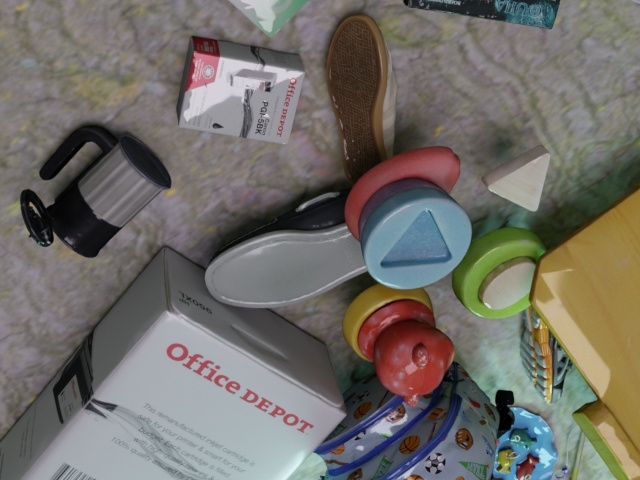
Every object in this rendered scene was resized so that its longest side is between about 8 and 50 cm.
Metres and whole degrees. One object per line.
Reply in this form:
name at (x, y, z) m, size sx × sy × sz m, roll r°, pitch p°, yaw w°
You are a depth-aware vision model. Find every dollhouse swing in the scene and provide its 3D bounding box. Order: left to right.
dollhouse swing at (0.456, 0.101, 1.684) m, size 0.347 × 0.315 × 0.305 m, roll -36°, pitch 79°, yaw 0°

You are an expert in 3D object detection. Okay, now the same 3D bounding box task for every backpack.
backpack at (0.112, 0.281, 1.668) m, size 0.276 × 0.263 × 0.213 m, roll -42°, pitch 104°, yaw 13°

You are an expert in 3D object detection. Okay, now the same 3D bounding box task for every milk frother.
milk frother at (-0.268, -0.053, 1.485) m, size 0.135 × 0.143 × 0.129 m, roll -42°, pitch 110°, yaw 16°

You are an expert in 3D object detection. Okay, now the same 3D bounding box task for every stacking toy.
stacking toy at (0.172, 0.042, 1.531) m, size 0.280 × 0.130 × 0.309 m, roll -13°, pitch 129°, yaw -11°

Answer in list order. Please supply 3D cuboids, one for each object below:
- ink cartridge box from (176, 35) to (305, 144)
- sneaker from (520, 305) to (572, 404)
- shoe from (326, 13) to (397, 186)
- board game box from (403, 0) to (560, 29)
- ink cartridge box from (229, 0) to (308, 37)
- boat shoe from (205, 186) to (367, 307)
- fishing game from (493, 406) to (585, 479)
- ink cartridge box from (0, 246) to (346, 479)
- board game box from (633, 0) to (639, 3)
ink cartridge box at (-0.094, -0.176, 1.497) m, size 0.135 × 0.056 × 0.099 m, roll 8°, pitch 116°, yaw -13°
sneaker at (0.323, 0.131, 1.729) m, size 0.083 × 0.084 × 0.215 m, roll -12°, pitch 122°, yaw -14°
shoe at (0.053, -0.170, 1.534) m, size 0.077 × 0.058 × 0.219 m, roll 7°, pitch 117°, yaw 21°
board game box at (0.200, -0.321, 1.487) m, size 0.186 × 0.026 × 0.126 m, roll 7°, pitch 117°, yaw -14°
ink cartridge box at (-0.072, -0.364, 1.402) m, size 0.181 × 0.056 × 0.225 m, roll -43°, pitch 119°, yaw 14°
boat shoe at (0.000, 0.000, 1.591) m, size 0.303 × 0.091 × 0.114 m, roll -13°, pitch 126°, yaw -5°
fishing game at (0.259, 0.328, 1.849) m, size 0.264 × 0.041 × 0.189 m, roll 4°, pitch 115°, yaw -12°
ink cartridge box at (-0.201, 0.248, 1.649) m, size 0.285 × 0.166 × 0.395 m, roll 33°, pitch 109°, yaw -25°
board game box at (0.454, -0.409, 1.467) m, size 0.193 × 0.053 × 0.305 m, roll 19°, pitch 114°, yaw -20°
